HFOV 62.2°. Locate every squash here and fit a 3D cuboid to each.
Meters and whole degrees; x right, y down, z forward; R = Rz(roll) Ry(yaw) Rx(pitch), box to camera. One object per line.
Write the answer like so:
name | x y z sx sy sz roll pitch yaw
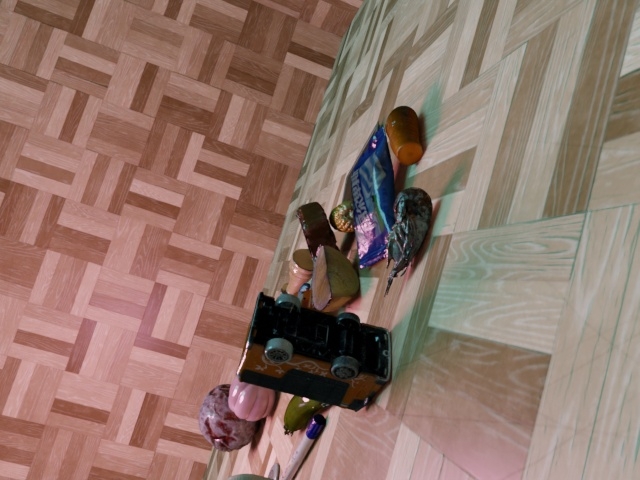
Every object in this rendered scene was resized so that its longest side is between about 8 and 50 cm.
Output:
squash | -0.041 0.433 1.382 0.071 0.080 0.318 -32 -16 -37

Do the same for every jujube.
jujube | -0.352 0.687 2.073 0.215 0.246 0.308 -42 17 -8

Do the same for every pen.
pen | -0.049 0.536 1.344 0.033 0.033 0.269 -89 20 -58

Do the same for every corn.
corn | 0.076 -0.069 1.582 0.091 0.091 0.260 -55 5 -3

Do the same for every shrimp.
shrimp | 0.162 0.009 1.049 0.090 0.079 0.233 -95 20 -77

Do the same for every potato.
potato | 0.036 0.129 1.429 0.243 0.098 0.138 -99 25 -55

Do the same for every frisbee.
frisbee | -0.145 0.717 1.575 0.110 0.014 0.110 -161 90 -80

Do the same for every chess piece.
chess piece | -0.111 0.210 2.018 0.117 0.117 0.397 -85 16 -52

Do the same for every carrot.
carrot | 0.199 -0.259 1.283 0.193 0.087 0.087 -81 14 -51

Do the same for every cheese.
cheese | -0.048 0.227 1.584 0.329 0.129 0.217 -89 13 -74

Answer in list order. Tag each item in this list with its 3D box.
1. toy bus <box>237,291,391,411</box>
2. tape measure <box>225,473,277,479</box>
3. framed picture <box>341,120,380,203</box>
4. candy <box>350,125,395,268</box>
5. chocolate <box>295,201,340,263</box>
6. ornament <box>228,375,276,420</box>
toy bus | -0.013 0.223 1.040 0.138 0.275 0.167 -83 12 -47
tape measure | -0.184 0.693 1.316 0.115 0.207 0.235 -93 26 -56
framed picture | 0.129 -0.216 1.752 0.296 0.019 0.232 121 164 -53
candy | 0.132 -0.100 1.321 0.187 0.077 0.331 135 135 -64
chocolate | 0.000 0.000 1.628 0.148 0.093 0.214 -110 1 -57
ornament | -0.250 0.571 1.935 0.177 0.177 0.177 -162 90 -80
